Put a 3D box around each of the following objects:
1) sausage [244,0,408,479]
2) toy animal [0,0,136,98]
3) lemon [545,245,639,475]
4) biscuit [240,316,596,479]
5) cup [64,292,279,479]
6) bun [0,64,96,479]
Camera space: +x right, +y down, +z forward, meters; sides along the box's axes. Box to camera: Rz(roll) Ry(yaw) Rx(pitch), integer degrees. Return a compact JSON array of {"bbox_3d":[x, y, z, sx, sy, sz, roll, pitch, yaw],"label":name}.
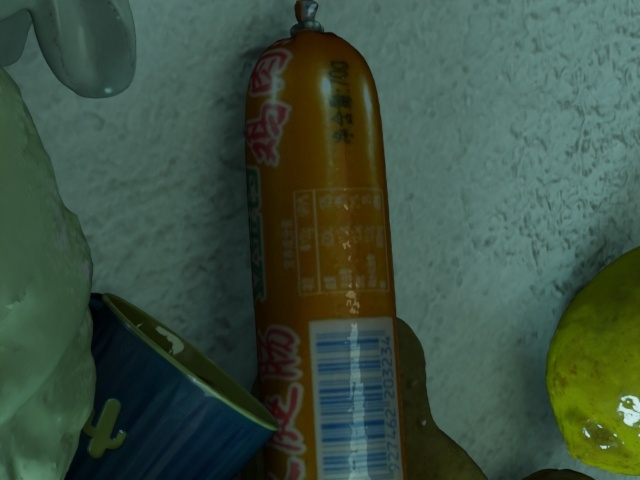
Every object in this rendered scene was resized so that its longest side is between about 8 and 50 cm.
[{"bbox_3d":[0.000,0.000,1.051,0.093,0.093,0.312,0,84,-40],"label":"sausage"},{"bbox_3d":[-0.210,-0.113,0.854,0.193,0.127,0.178,-46,128,-23],"label":"toy animal"},{"bbox_3d":[0.265,0.090,1.284,0.207,0.170,0.170,-36,122,-27],"label":"lemon"},{"bbox_3d":[0.035,0.275,1.200,0.394,0.076,0.368,40,75,-36],"label":"biscuit"},{"bbox_3d":[-0.138,0.118,0.979,0.176,0.131,0.155,36,89,-1],"label":"cup"},{"bbox_3d":[-0.267,0.068,0.718,0.365,0.219,0.365,-10,130,-12],"label":"bun"}]
